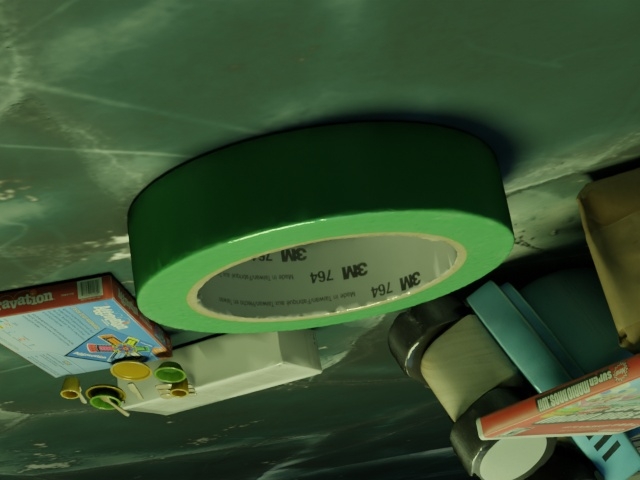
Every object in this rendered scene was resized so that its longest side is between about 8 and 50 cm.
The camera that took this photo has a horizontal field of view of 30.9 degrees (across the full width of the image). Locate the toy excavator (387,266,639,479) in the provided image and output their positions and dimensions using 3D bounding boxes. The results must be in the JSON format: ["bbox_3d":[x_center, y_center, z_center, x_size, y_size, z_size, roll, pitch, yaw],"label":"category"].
[{"bbox_3d":[0.373,0.145,1.379,0.445,0.222,0.433,-37,132,6],"label":"toy excavator"}]

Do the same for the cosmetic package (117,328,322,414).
[{"bbox_3d":[-0.127,0.158,1.428,0.239,0.060,0.099,-18,161,25],"label":"cosmetic package"}]

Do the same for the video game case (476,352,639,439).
[{"bbox_3d":[0.313,0.139,1.090,0.204,0.025,0.285,5,155,-34],"label":"video game case"}]

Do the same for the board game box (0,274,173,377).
[{"bbox_3d":[-0.255,0.096,1.227,0.145,0.027,0.281,-9,162,2],"label":"board game box"}]

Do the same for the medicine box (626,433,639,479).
[{"bbox_3d":[0.659,0.390,2.216,0.149,0.263,0.289,-23,158,36],"label":"medicine box"}]

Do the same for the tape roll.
[{"bbox_3d":[0.000,0.000,0.986,0.321,0.077,0.321,-8,162,-3],"label":"tape roll"}]

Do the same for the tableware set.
[{"bbox_3d":[-0.226,0.173,1.354,0.154,0.024,0.104,-4,146,8],"label":"tableware set"}]

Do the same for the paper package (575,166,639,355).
[{"bbox_3d":[0.448,0.007,1.094,0.325,0.168,0.309,-18,162,21],"label":"paper package"}]

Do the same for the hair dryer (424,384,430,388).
[{"bbox_3d":[0.290,0.287,1.845,0.224,0.080,0.293,30,-176,28],"label":"hair dryer"}]
